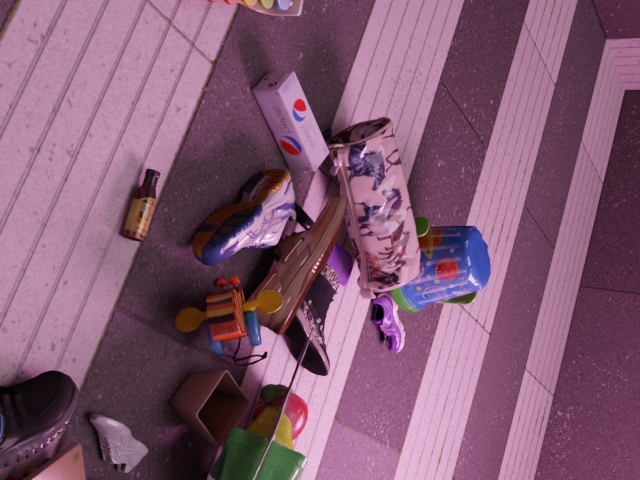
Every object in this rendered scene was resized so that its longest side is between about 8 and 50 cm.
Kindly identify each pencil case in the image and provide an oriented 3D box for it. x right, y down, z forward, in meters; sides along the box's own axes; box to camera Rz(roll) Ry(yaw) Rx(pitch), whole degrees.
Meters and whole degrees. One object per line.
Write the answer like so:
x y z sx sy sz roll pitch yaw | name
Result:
0.121 -0.072 1.915 0.184 0.160 0.410 -24 112 -25 | pencil case

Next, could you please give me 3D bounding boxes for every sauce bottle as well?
-0.310 -0.062 1.425 0.042 0.042 0.128 27 74 -54 | sauce bottle

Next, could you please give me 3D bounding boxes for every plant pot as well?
-0.221 0.314 1.565 0.109 0.096 0.109 -57 137 -34 | plant pot

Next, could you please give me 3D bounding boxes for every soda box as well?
-0.060 -0.249 1.723 0.069 0.074 0.216 -55 136 -34 | soda box

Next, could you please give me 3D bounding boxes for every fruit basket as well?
-0.113 0.390 1.606 0.327 0.166 0.353 111 -4 -47 | fruit basket

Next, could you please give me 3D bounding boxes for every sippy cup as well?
0.314 0.059 2.134 0.306 0.224 0.239 -1 82 -60 | sippy cup

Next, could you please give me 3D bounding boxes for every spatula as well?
0.000 0.000 1.885 0.296 0.030 0.084 53 53 -46 | spatula

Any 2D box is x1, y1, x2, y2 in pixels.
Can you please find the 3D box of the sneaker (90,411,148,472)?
-0.356 0.353 1.418 0.061 0.054 0.152 -56 138 -29 | sneaker

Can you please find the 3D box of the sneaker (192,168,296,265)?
-0.133 -0.021 1.625 0.296 0.112 0.130 -46 131 -40 | sneaker

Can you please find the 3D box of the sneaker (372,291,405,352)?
0.169 0.220 2.154 0.071 0.068 0.169 -25 107 -36 | sneaker

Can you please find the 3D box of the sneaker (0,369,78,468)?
-0.488 0.257 1.152 0.341 0.125 0.139 -32 116 -51 | sneaker

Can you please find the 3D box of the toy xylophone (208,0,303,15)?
-0.148 -0.552 1.542 0.323 0.081 0.236 -7 100 -55 | toy xylophone

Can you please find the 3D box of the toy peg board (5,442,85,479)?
-0.450 0.424 1.293 0.161 0.079 0.161 -35 125 -66 | toy peg board

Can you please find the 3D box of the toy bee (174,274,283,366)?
-0.183 0.139 1.569 0.195 0.298 0.162 -6 71 -21 | toy bee

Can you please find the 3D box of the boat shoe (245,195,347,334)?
-0.048 0.031 1.736 0.341 0.110 0.121 -60 171 -24 | boat shoe

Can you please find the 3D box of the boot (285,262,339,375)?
-0.002 0.178 1.867 0.178 0.085 0.236 -56 136 -37 | boot
